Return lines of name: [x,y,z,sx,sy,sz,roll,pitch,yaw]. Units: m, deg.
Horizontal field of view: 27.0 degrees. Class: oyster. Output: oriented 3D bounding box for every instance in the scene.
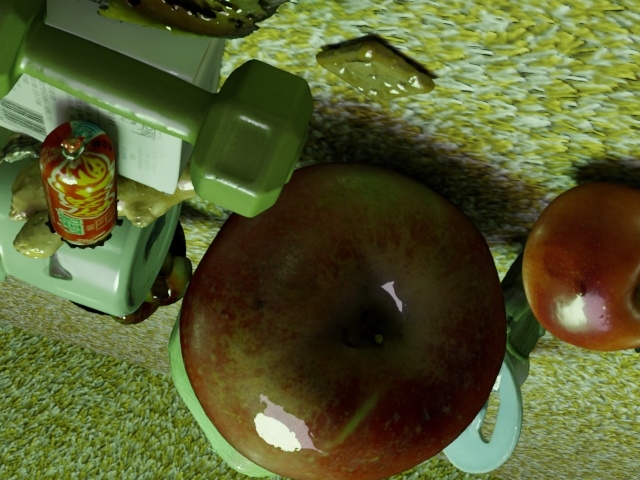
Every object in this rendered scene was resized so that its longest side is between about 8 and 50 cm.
oyster: [-0.305,-0.113,1.419,0.106,0.061,0.200,-16,-163,-2]

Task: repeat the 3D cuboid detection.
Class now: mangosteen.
mangosteen: [-0.258,0.029,1.774,0.230,0.194,0.194,48,-175,39]

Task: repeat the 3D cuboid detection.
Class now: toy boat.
toy boat: [0.238,0.078,1.568,0.055,0.093,0.293,34,168,15]

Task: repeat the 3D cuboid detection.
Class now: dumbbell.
dumbbell: [-0.156,-0.122,1.037,0.302,0.121,0.108,22,-168,-2]

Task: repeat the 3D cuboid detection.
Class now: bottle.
bottle: [-0.361,-0.050,1.595,0.352,0.229,0.229,18,164,3]

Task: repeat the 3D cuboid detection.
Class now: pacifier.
pacifier: [0.199,0.174,1.837,0.226,0.238,0.287,-9,-153,-42]

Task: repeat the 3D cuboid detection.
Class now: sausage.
sausage: [-0.229,-0.057,1.263,0.083,0.083,0.264,20,166,-3]

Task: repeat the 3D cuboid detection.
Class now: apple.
apple: [0.270,0.026,1.233,0.163,0.163,0.139,30,173,-32]
apple: [0.023,0.087,1.394,0.348,0.348,0.277,25,173,-19]

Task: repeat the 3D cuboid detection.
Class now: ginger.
ginger: [-0.198,-0.067,1.435,0.299,0.118,0.065,-16,159,9]

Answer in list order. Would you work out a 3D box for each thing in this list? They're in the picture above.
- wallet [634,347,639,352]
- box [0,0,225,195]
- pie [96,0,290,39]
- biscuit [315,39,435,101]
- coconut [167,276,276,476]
wallet: [0.402,0.050,1.239,0.030,0.146,0.285,64,165,6]
box: [-0.203,-0.160,1.232,0.203,0.116,0.274,22,165,-2]
pie: [-0.143,-0.255,0.930,0.296,0.078,0.371,2,156,44]
biscuit: [0.047,-0.147,1.167,0.081,0.018,0.083,29,162,-33]
coconut: [-0.064,0.137,1.779,0.281,0.328,0.328,-17,159,3]
